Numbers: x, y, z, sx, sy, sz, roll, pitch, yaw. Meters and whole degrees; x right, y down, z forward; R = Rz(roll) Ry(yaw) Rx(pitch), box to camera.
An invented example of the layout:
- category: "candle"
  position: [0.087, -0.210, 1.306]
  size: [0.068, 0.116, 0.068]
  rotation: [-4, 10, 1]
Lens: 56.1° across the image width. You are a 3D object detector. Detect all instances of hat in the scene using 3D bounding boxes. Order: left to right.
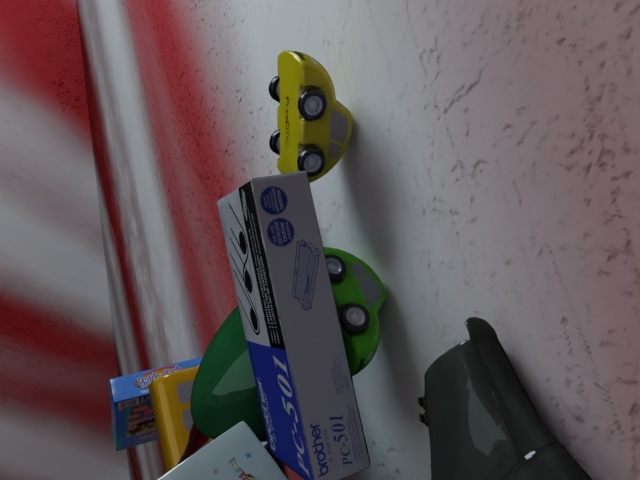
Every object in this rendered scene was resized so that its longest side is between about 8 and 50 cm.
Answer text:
- category: "hat"
  position: [-0.118, 0.150, 0.576]
  size: [0.173, 0.183, 0.209]
  rotation: [-63, -43, -82]

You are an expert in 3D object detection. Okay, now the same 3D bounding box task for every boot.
- category: "boot"
  position: [0.083, 0.154, 0.366]
  size: [0.198, 0.076, 0.137]
  rotation: [-57, 43, 38]

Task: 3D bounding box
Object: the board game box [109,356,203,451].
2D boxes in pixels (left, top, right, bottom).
- category: "board game box"
  position: [-0.292, 0.297, 1.082]
  size: [0.047, 0.160, 0.210]
  rotation: [63, 149, 33]

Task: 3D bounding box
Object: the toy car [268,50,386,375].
- category: "toy car"
  position: [0.000, 0.000, 0.487]
  size: [0.225, 0.053, 0.239]
  rotation: [66, 152, 26]

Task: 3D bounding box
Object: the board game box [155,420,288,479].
- category: "board game box"
  position: [-0.021, 0.329, 0.487]
  size: [0.303, 0.097, 0.224]
  rotation: [47, 147, 21]

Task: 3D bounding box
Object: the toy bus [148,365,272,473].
- category: "toy bus"
  position: [-0.113, 0.323, 0.752]
  size: [0.108, 0.130, 0.333]
  rotation: [-42, 62, 61]

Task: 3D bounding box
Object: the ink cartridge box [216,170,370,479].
- category: "ink cartridge box"
  position: [-0.024, 0.061, 0.441]
  size: [0.097, 0.046, 0.207]
  rotation: [-14, 89, 67]
